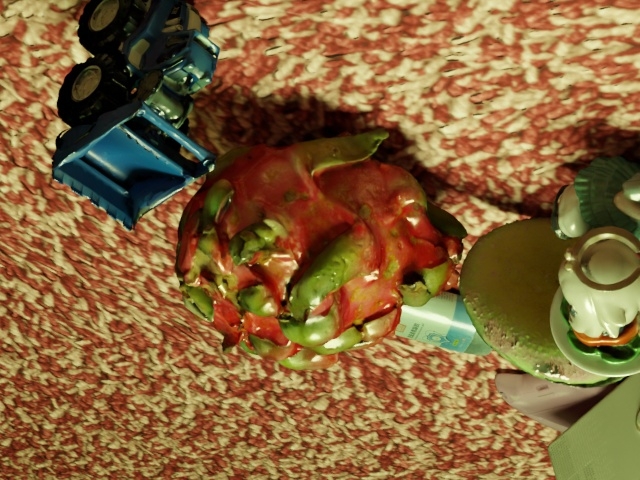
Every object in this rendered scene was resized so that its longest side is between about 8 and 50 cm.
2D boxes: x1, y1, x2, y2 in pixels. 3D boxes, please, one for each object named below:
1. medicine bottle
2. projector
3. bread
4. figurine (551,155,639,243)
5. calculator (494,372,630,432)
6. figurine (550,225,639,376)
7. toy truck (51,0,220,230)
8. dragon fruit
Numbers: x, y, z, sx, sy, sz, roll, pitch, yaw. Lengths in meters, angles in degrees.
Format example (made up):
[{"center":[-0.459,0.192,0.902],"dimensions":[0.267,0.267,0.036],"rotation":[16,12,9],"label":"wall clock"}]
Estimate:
[{"center":[0.109,0.084,2.182],"dimensions":[0.208,0.054,0.090],"rotation":[14,156,-4],"label":"medicine bottle"},{"center":[0.408,0.267,2.219],"dimensions":[0.163,0.177,0.242],"rotation":[28,121,-31],"label":"projector"},{"center":[0.252,0.054,1.879],"dimensions":[0.228,0.228,0.033],"rotation":[12,133,0],"label":"bread"},{"center":[0.334,-0.044,1.753],"dimensions":[0.138,0.110,0.245],"rotation":[24,158,-28],"label":"figurine"},{"center":[0.375,0.222,2.367],"dimensions":[0.294,0.043,0.194],"rotation":[25,152,-28],"label":"calculator"},{"center":[0.274,0.044,1.738],"dimensions":[0.132,0.132,0.154],"rotation":[5,156,16],"label":"figurine"},{"center":[-0.157,-0.125,1.676],"dimensions":[0.126,0.208,0.113],"rotation":[-7,150,37],"label":"toy truck"},{"center":[-0.001,0.012,1.874],"dimensions":[0.302,0.237,0.231],"rotation":[5,173,-34],"label":"dragon fruit"}]
